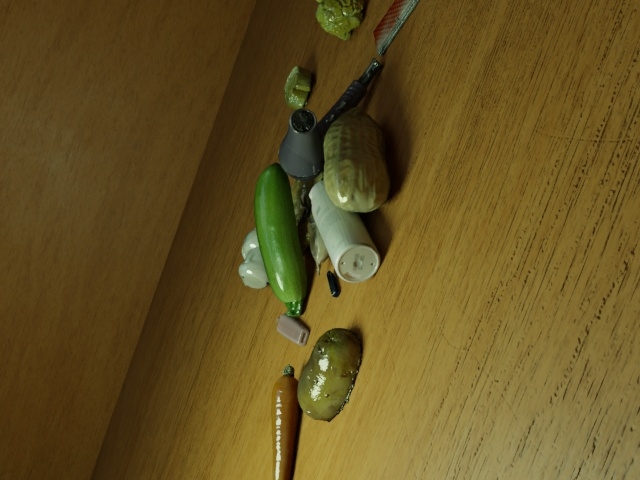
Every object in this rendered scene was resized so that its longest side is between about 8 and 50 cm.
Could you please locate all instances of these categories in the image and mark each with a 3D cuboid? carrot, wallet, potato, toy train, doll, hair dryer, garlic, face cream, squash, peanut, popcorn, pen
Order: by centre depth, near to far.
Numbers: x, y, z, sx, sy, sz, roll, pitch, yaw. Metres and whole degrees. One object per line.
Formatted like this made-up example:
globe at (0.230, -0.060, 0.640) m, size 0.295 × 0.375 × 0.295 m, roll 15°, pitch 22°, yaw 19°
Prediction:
potato at (0.006, 0.272, 1.489) m, size 0.200 × 0.081 × 0.164 m, roll -67°, pitch 22°, yaw 17°
peanut at (0.076, -0.174, 1.592) m, size 0.152 × 0.152 × 0.313 m, roll -54°, pitch 28°, yaw 39°
carrot at (-0.083, 0.437, 1.597) m, size 0.069 × 0.069 × 0.336 m, roll -39°, pitch 41°, yaw 55°
face cream at (0.044, -0.036, 1.615) m, size 0.102 × 0.102 × 0.345 m, roll -62°, pitch 23°, yaw 23°
toy train at (0.029, 0.098, 1.655) m, size 0.017 × 0.017 × 0.083 m, roll -58°, pitch 26°, yaw 27°
garlic at (0.008, -0.002, 1.735) m, size 0.084 × 0.066 × 0.152 m, roll 95°, pitch 165°, yaw -47°
hair dryer at (0.031, -0.317, 1.751) m, size 0.361 × 0.121 × 0.301 m, roll -52°, pitch -8°, yaw -13°
wallet at (0.190, -0.560, 1.787) m, size 0.196 × 0.020 × 0.103 m, roll -52°, pitch 29°, yaw 41°
pen at (-0.076, 0.218, 1.798) m, size 0.197 × 0.032 × 0.053 m, roll 22°, pitch 94°, yaw 66°
squash at (-0.103, -0.002, 1.816) m, size 0.107 × 0.107 × 0.395 m, roll -28°, pitch 70°, yaw 61°
popcorn at (0.054, -0.649, 2.045) m, size 0.141 × 0.162 × 0.135 m, roll -15°, pitch 14°, yaw 23°
doll at (-0.179, 0.048, 2.082) m, size 0.110 × 0.107 × 0.180 m, roll 72°, pitch -164°, yaw -60°

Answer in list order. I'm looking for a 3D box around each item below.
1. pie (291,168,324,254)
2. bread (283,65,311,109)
pie at (-0.041, -0.081, 1.920) m, size 0.274 × 0.055 × 0.274 m, roll -50°, pitch 30°, yaw 44°
bread at (-0.069, -0.481, 2.302) m, size 0.156 × 0.064 × 0.117 m, roll -96°, pitch 27°, yaw -45°
